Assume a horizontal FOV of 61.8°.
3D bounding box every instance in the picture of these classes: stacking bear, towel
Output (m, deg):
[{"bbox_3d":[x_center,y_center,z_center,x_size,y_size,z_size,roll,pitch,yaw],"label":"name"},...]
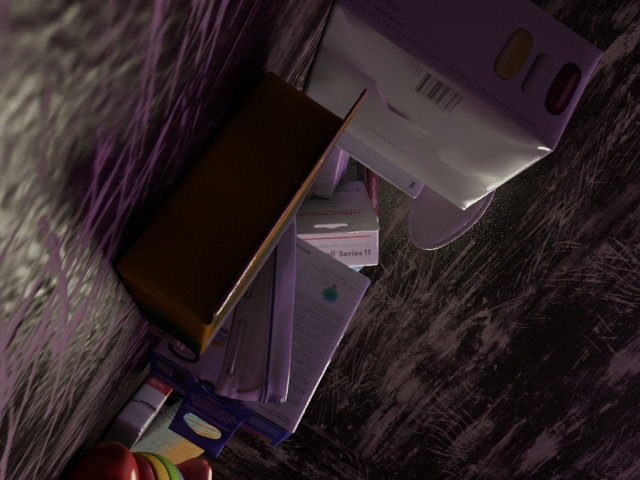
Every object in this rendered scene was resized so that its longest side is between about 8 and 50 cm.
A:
[{"bbox_3d":[-0.322,0.426,0.905,0.289,0.176,0.164,72,18,-56],"label":"stacking bear"},{"bbox_3d":[-0.310,0.440,1.243,0.370,0.040,0.271,-35,147,-8],"label":"towel"}]

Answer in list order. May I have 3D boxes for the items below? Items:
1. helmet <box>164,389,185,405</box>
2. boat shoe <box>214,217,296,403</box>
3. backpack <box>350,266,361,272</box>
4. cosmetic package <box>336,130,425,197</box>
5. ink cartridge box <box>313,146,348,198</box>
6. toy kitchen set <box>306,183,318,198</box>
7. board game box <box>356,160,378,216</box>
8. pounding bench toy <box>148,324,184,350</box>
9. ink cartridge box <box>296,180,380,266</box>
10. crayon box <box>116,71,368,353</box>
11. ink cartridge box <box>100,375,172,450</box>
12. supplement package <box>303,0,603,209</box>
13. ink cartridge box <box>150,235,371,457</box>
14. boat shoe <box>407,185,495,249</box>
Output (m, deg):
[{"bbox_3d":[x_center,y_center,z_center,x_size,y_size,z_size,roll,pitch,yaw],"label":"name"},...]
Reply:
[{"bbox_3d":[-0.326,0.366,1.332,0.169,0.162,0.169,-57,-178,4],"label":"helmet"},{"bbox_3d":[-0.121,0.059,0.827,0.136,0.157,0.366,116,-23,-71],"label":"boat shoe"},{"bbox_3d":[0.000,0.000,1.890,0.273,0.356,0.290,-56,-178,36],"label":"backpack"},{"bbox_3d":[0.103,-0.198,0.949,0.138,0.224,0.224,-56,-177,11],"label":"cosmetic package"},{"bbox_3d":[0.020,-0.198,1.274,0.190,0.082,0.139,-65,169,-62],"label":"ink cartridge box"},{"bbox_3d":[-0.055,-0.113,1.176,0.068,0.075,0.083,-55,-177,5],"label":"toy kitchen set"},{"bbox_3d":[0.125,-0.187,1.453,0.145,0.027,0.281,137,-46,-76],"label":"board game box"},{"bbox_3d":[-0.175,0.087,0.696,0.083,0.052,0.065,-59,-177,-36],"label":"pounding bench toy"},{"bbox_3d":[0.019,-0.032,1.229,0.353,0.207,0.119,-95,-178,-68],"label":"ink cartridge box"},{"bbox_3d":[-0.083,-0.011,0.502,0.203,0.083,0.323,-58,-177,-21],"label":"crayon box"},{"bbox_3d":[-0.363,0.348,1.062,0.099,0.056,0.135,-55,-177,25],"label":"ink cartridge box"},{"bbox_3d":[0.138,-0.192,0.632,0.145,0.262,0.204,-58,-177,-19],"label":"supplement package"},{"bbox_3d":[-0.120,0.179,0.972,0.395,0.270,0.151,-58,178,-35],"label":"ink cartridge box"},{"bbox_3d":[0.259,-0.127,0.950,0.319,0.116,0.099,-62,177,13],"label":"boat shoe"}]
